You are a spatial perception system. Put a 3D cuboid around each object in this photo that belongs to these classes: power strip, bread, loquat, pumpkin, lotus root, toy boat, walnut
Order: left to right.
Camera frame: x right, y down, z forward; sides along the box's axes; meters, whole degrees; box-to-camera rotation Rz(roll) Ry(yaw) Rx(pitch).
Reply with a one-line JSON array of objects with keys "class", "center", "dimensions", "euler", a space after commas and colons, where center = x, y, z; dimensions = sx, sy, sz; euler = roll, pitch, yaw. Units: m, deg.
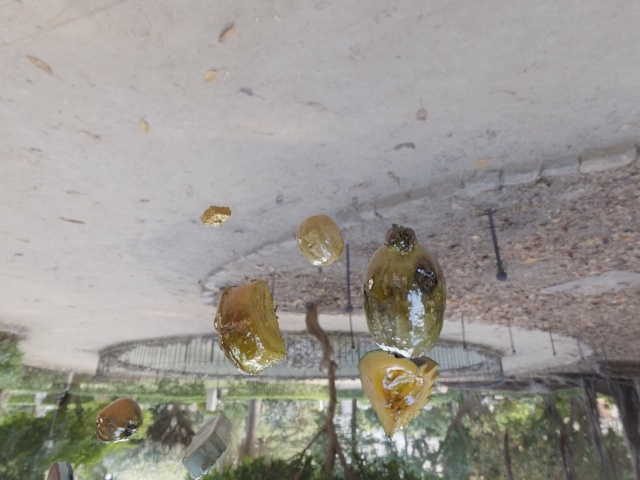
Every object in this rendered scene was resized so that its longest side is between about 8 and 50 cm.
[{"class": "toy boat", "center": [-0.661, 0.649, 1.037], "dimensions": [0.229, 0.080, 0.046], "euler": [32, 157, 55]}, {"class": "loquat", "center": [-0.585, 0.528, 1.205], "dimensions": [0.137, 0.113, 0.137], "euler": [-7, -166, 2]}, {"class": "power strip", "center": [-0.215, 0.390, 0.795], "dimensions": [0.048, 0.080, 0.286], "euler": [46, 162, 3]}, {"class": "pumpkin", "center": [-0.352, -0.086, 1.387], "dimensions": [0.074, 0.054, 0.083], "euler": [6, 146, -46]}, {"class": "bread", "center": [-0.176, 0.201, 0.999], "dimensions": [0.143, 0.229, 0.139], "euler": [-24, 160, 12]}, {"class": "walnut", "center": [0.000, 0.000, 1.734], "dimensions": [0.195, 0.222, 0.195], "euler": [-31, 175, -3]}, {"class": "pumpkin", "center": [0.180, 0.317, 0.966], "dimensions": [0.130, 0.149, 0.254], "euler": [-20, 131, -39]}, {"class": "lotus root", "center": [0.145, 0.094, 0.726], "dimensions": [0.145, 0.261, 0.128], "euler": [3, -157, 23]}]
